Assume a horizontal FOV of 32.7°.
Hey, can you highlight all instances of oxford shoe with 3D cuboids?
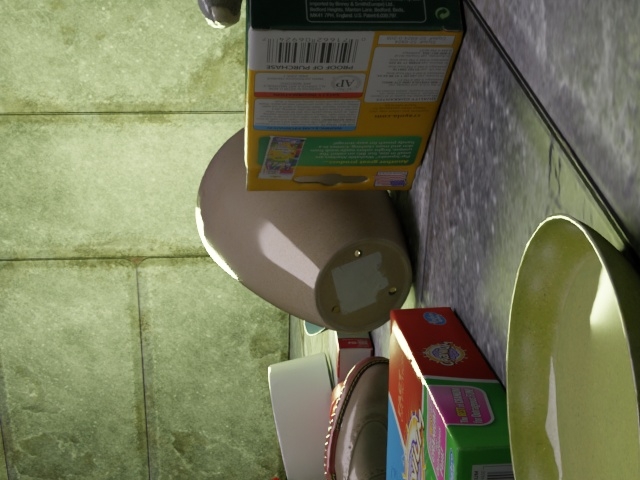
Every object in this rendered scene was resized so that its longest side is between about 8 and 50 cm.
[{"bbox_3d":[0.085,0.308,1.244,0.130,0.123,0.348,-7,82,58],"label":"oxford shoe"}]

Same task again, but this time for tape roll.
[{"bbox_3d":[-0.007,0.333,1.805,0.286,0.100,0.286,167,90,-90],"label":"tape roll"}]

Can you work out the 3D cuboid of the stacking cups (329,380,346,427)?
[{"bbox_3d":[0.062,0.278,1.528,0.316,0.096,0.096,-91,2,-74],"label":"stacking cups"}]

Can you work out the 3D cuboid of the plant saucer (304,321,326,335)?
[{"bbox_3d":[0.035,0.065,1.714,0.195,0.037,0.195,-56,19,31],"label":"plant saucer"}]

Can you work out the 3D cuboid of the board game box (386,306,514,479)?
[{"bbox_3d":[0.115,0.223,0.972,0.316,0.064,0.242,-111,20,-74],"label":"board game box"}]

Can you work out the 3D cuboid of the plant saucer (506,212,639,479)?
[{"bbox_3d":[0.157,0.104,0.639,0.241,0.037,0.241,179,90,-84],"label":"plant saucer"}]

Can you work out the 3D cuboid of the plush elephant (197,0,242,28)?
[{"bbox_3d":[-0.002,-0.337,1.261,0.255,0.330,0.272,59,172,32],"label":"plush elephant"}]

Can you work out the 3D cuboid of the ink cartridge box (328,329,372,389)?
[{"bbox_3d":[0.047,0.178,1.736,0.135,0.056,0.099,-100,11,-63],"label":"ink cartridge box"}]

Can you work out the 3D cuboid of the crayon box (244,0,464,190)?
[{"bbox_3d":[0.020,-0.161,1.166,0.323,0.203,0.083,100,168,-64],"label":"crayon box"}]

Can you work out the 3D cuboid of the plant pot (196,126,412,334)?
[{"bbox_3d":[0.000,0.000,1.386,0.274,0.256,0.257,-131,37,-58],"label":"plant pot"}]

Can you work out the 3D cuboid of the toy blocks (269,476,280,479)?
[{"bbox_3d":[-0.030,0.502,1.601,0.381,0.190,0.261,44,138,37],"label":"toy blocks"}]
